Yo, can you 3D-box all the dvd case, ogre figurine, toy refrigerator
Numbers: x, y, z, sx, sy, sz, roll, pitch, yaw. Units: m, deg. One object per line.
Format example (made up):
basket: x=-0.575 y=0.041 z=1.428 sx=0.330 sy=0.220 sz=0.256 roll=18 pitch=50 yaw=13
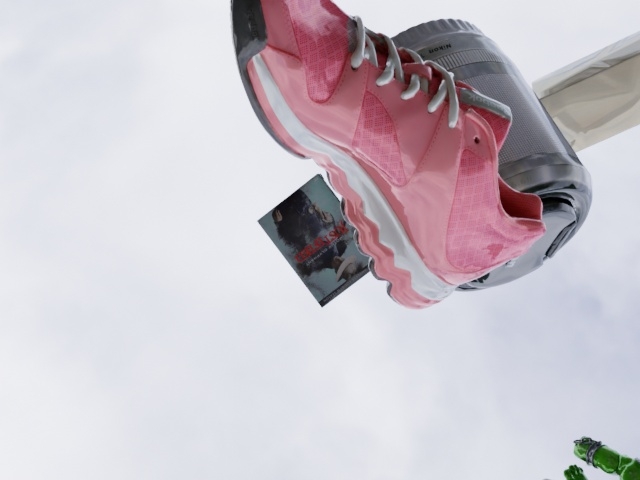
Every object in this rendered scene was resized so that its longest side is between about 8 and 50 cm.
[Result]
dvd case: x=0.000 y=0.000 z=1.166 sx=0.087 sy=0.013 sz=0.119 roll=-37 pitch=-93 yaw=6
ogre figurine: x=0.362 y=0.340 z=1.341 sx=0.118 sy=0.097 sz=0.197 roll=-19 pitch=-144 yaw=46
toy refrigerator: x=0.450 y=-0.233 z=1.558 sx=0.269 sy=0.102 sz=0.094 roll=-25 pitch=-156 yaw=18

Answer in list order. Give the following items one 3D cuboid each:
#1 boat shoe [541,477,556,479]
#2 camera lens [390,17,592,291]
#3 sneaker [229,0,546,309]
boat shoe: x=0.254 y=0.299 z=0.956 sx=0.079 sy=0.233 sz=0.084 roll=-30 pitch=-168 yaw=8
camera lens: x=0.170 y=-0.095 z=1.268 sx=0.219 sy=0.219 sz=0.274 roll=-20 pitch=-120 yaw=-11
sneaker: x=0.056 y=-0.090 z=0.744 sx=0.136 sy=0.314 sz=0.116 roll=-21 pitch=-142 yaw=22
